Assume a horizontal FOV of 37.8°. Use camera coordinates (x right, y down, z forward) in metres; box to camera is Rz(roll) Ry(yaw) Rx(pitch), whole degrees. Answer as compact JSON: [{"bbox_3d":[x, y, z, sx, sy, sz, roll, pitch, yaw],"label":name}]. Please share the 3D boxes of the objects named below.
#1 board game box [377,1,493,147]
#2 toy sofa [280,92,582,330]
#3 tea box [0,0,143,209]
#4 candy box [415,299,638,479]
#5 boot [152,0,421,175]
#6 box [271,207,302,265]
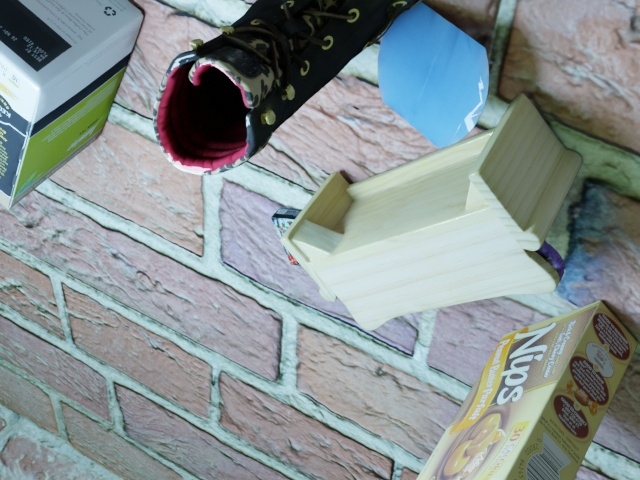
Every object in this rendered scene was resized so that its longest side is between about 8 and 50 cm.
[{"bbox_3d":[0.134,-0.190,1.067,0.168,0.033,0.133,45,133,32],"label":"board game box"},{"bbox_3d":[0.140,-0.022,1.152,0.177,0.150,0.363,48,142,-18],"label":"toy sofa"},{"bbox_3d":[-0.480,-0.283,1.358,0.329,0.220,0.323,41,142,-1],"label":"tea box"},{"bbox_3d":[0.252,0.225,1.163,0.087,0.316,0.183,49,142,-9],"label":"candy box"},{"bbox_3d":[-0.012,-0.228,0.960,0.138,0.284,0.377,47,143,-8],"label":"boot"},{"bbox_3d":[0.000,0.000,1.391,0.137,0.027,0.094,5,132,37],"label":"box"}]
